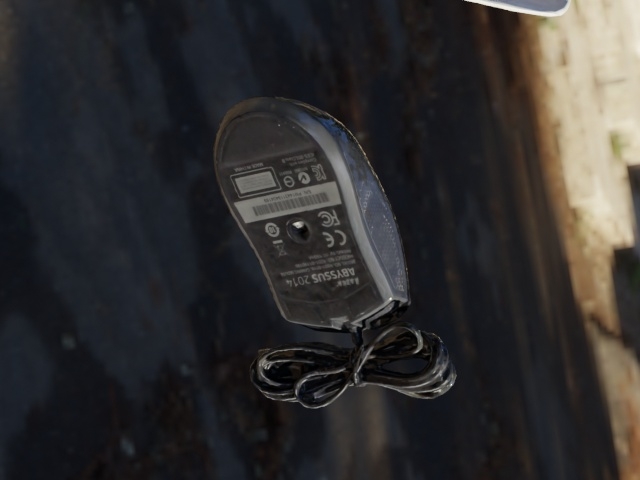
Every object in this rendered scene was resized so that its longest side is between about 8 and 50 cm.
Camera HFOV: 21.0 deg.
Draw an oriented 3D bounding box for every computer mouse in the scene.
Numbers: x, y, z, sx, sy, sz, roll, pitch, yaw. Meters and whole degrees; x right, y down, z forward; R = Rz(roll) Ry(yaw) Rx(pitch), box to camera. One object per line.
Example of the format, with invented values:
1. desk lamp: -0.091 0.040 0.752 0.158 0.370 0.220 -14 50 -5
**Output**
1. computer mouse: 0.000 0.000 1.380 0.072 0.188 0.272 -47 125 -51

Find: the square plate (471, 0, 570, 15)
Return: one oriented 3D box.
1. square plate: 0.032 -0.341 1.287 0.049 0.344 0.347 106 -6 -71
